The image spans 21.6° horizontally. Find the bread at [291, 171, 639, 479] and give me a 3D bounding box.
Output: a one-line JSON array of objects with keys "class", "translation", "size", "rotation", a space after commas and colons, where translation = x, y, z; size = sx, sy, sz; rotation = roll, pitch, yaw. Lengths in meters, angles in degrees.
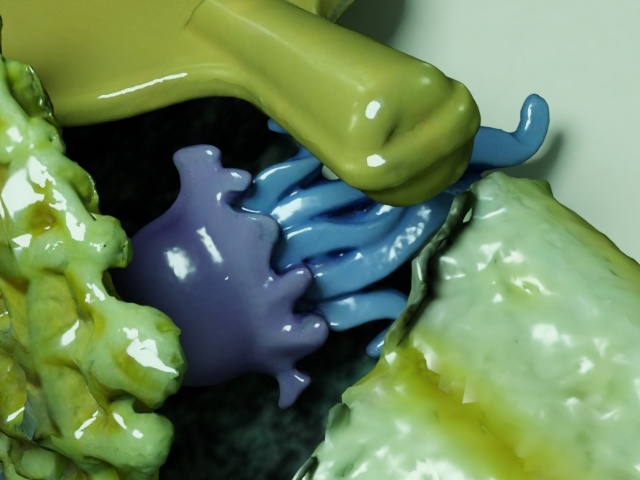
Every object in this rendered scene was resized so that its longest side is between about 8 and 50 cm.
[{"class": "bread", "translation": [0.082, 0.206, 0.441], "size": [0.264, 0.239, 0.395], "rotation": [22, 76, 24]}]

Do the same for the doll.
[{"class": "doll", "translation": [0.000, 0.000, 0.653], "size": [0.206, 0.067, 0.110], "rotation": [-25, 91, -1]}]

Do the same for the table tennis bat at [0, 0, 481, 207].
[{"class": "table tennis bat", "translation": [-0.046, -0.092, 0.668], "size": [0.198, 0.050, 0.321], "rotation": [-31, 37, -17]}]

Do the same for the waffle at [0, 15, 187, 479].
[{"class": "waffle", "translation": [-0.126, 0.022, 0.634], "size": [0.054, 0.204, 0.223], "rotation": [-21, 67, -26]}]
